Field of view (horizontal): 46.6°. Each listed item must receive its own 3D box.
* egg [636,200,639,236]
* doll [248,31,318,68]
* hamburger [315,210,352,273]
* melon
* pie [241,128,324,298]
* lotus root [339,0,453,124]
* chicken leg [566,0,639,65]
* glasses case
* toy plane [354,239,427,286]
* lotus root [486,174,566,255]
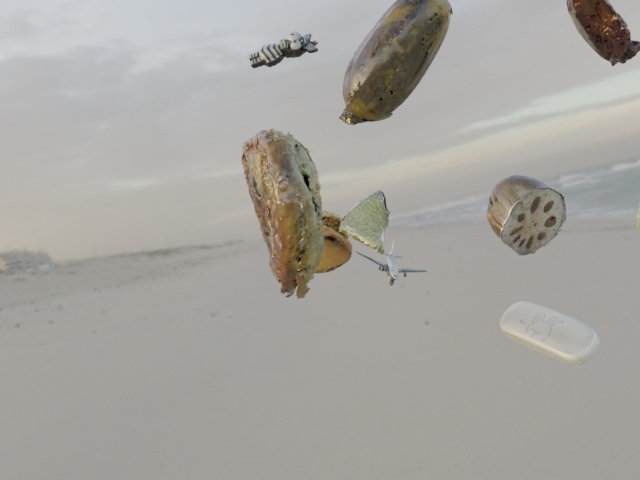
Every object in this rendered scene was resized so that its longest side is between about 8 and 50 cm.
[{"bbox_3d":[1.056,-0.075,2.043,0.336,0.278,0.278,-19,1,-3],"label":"egg"},{"bbox_3d":[-0.114,-0.586,2.284,0.219,0.091,0.067,-17,-39,1],"label":"doll"},{"bbox_3d":[-0.003,0.005,2.020,0.182,0.118,0.191,-6,-39,14],"label":"hamburger"},{"bbox_3d":[0.114,-0.032,1.862,0.139,0.093,0.202,-9,44,12],"label":"melon"},{"bbox_3d":[-0.059,-0.054,1.210,0.085,0.308,0.308,-9,0,-14],"label":"pie"},{"bbox_3d":[0.180,-0.455,1.845,0.397,0.179,0.196,-56,-2,11],"label":"lotus root"},{"bbox_3d":[0.615,-0.524,1.655,0.096,0.158,0.407,-47,-36,2],"label":"chicken leg"},{"bbox_3d":[0.477,0.191,1.559,0.092,0.059,0.233,-47,33,-12],"label":"glasses case"},{"bbox_3d":[0.209,0.073,2.166,0.226,0.058,0.226,15,27,-4],"label":"toy plane"},{"bbox_3d":[0.677,-0.099,2.522,0.272,0.272,0.192,-13,37,-27],"label":"lotus root"}]
